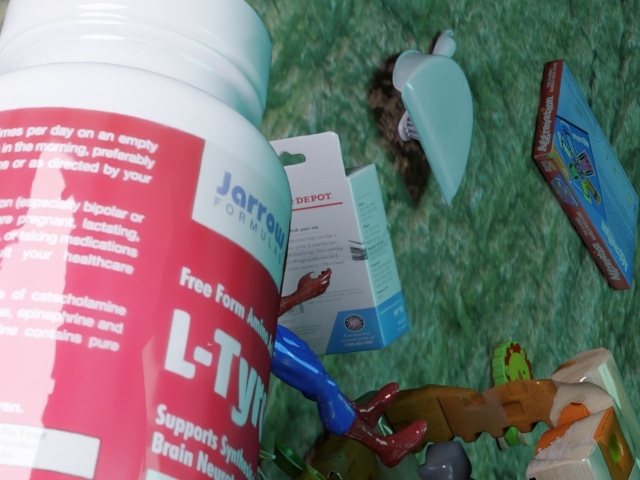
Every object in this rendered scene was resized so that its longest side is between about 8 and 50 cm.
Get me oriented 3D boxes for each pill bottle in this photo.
[{"bbox_3d":[-0.139,0.046,1.088,0.229,0.229,0.407,45,45,-50],"label":"pill bottle"}]

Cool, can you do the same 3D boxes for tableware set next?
[{"bbox_3d":[-0.051,0.153,1.395,0.154,0.024,0.104,37,6,-33],"label":"tableware set"}]

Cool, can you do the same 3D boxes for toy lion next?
[{"bbox_3d":[0.204,0.158,1.937,0.096,0.034,0.100,66,31,-14],"label":"toy lion"}]

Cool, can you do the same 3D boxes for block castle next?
[{"bbox_3d":[0.101,0.291,1.411,0.212,0.303,0.453,65,31,-17],"label":"block castle"}]

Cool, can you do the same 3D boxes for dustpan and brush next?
[{"bbox_3d":[0.116,-0.149,1.832,0.211,0.060,0.147,-59,136,-41],"label":"dustpan and brush"}]

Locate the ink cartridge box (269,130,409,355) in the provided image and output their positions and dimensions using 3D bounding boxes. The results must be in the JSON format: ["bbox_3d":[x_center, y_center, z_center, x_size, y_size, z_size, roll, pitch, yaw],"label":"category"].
[{"bbox_3d":[0.000,0.000,1.501,0.060,0.104,0.180,-27,108,-61],"label":"ink cartridge box"}]

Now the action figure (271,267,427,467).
[{"bbox_3d":[-0.016,0.051,1.382,0.280,0.139,0.091,31,9,-33],"label":"action figure"}]

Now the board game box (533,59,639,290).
[{"bbox_3d":[0.327,-0.075,2.235,0.281,0.027,0.145,53,38,-44],"label":"board game box"}]
